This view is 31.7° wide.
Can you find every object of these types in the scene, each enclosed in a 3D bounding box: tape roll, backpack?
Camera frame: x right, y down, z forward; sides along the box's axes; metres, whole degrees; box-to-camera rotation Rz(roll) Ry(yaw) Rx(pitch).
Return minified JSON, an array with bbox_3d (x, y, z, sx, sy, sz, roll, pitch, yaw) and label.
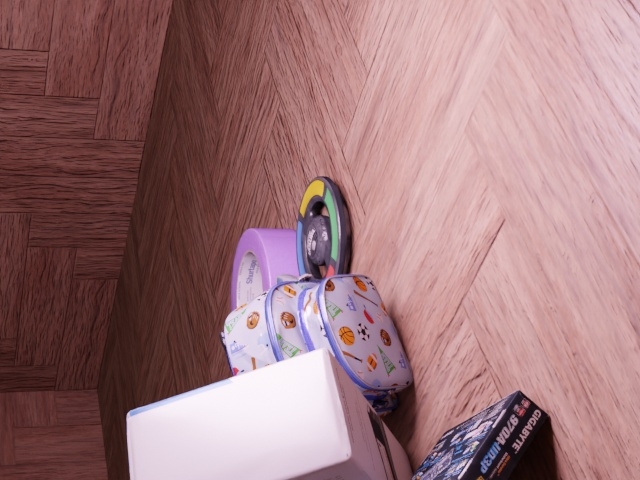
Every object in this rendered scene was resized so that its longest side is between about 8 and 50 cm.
[{"bbox_3d":[-0.098,0.113,2.210,0.275,0.090,0.274,180,90,-70],"label":"tape roll"},{"bbox_3d":[-0.010,0.173,1.671,0.213,0.263,0.276,-40,68,34],"label":"backpack"}]

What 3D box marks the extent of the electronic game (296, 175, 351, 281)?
[{"bbox_3d":[0.000,0.000,2.001,0.229,0.048,0.229,-179,90,-70],"label":"electronic game"}]

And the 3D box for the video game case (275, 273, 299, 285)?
[{"bbox_3d":[-0.002,0.240,1.953,0.300,0.036,0.328,-165,72,-63],"label":"video game case"}]

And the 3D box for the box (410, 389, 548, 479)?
[{"bbox_3d":[0.168,0.286,1.374,0.175,0.051,0.220,-48,-1,-31],"label":"box"}]

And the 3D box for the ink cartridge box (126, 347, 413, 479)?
[{"bbox_3d":[-0.045,0.333,1.530,0.395,0.286,0.166,57,-163,-54],"label":"ink cartridge box"}]
